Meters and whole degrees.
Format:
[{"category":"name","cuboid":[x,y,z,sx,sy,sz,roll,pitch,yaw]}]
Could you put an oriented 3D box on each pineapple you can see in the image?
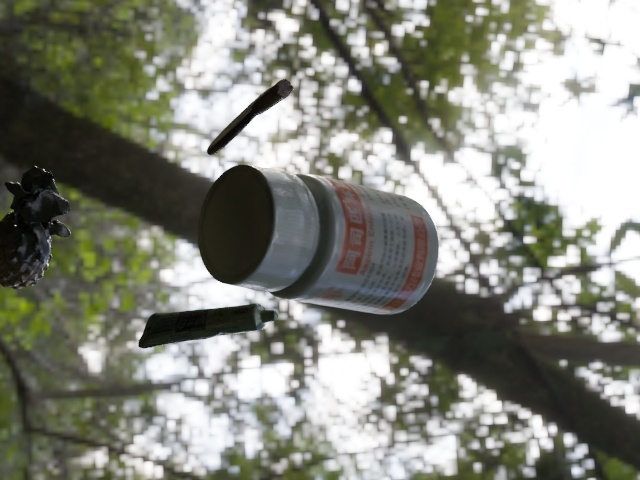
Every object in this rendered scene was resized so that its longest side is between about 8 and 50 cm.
[{"category":"pineapple","cuboid":[-0.437,-0.018,2.307,0.237,0.119,0.111,-48,-169,54]}]

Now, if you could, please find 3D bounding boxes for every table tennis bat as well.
[{"category":"table tennis bat","cuboid":[-0.045,-0.112,1.802,0.119,0.107,0.170,45,-31,-9]}]

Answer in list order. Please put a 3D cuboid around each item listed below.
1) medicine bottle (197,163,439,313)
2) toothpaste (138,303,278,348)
[{"category":"medicine bottle","cuboid":[0.000,0.000,2.525,0.211,0.371,0.211,-13,-108,45]},{"category":"toothpaste","cuboid":[-0.161,0.119,2.233,0.233,0.038,0.060,-8,-128,30]}]
